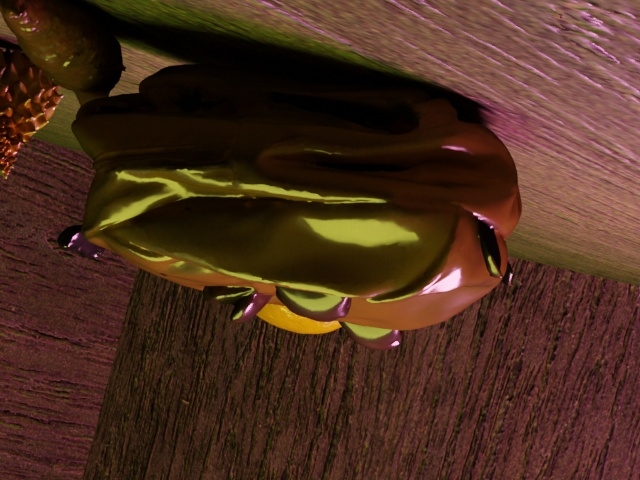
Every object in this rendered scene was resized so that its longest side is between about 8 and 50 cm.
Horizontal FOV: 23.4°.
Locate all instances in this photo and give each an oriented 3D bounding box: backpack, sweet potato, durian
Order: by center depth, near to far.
[{"bbox_3d":[-0.193,-0.151,1.211,0.072,0.066,0.314,8,176,2],"label":"sweet potato"},{"bbox_3d":[-0.021,-0.027,1.281,0.378,0.201,0.353,6,173,15],"label":"backpack"},{"bbox_3d":[-0.368,-0.154,1.653,0.165,0.132,0.182,26,-172,-9],"label":"durian"}]

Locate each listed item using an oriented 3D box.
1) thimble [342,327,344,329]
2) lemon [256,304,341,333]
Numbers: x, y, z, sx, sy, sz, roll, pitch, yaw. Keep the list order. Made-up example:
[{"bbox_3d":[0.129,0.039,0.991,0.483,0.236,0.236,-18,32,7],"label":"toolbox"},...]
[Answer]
[{"bbox_3d":[0.036,0.018,2.280,0.237,0.237,0.150,15,179,-15],"label":"thimble"},{"bbox_3d":[0.000,0.000,2.042,0.240,0.240,0.219,15,159,-25],"label":"lemon"}]
